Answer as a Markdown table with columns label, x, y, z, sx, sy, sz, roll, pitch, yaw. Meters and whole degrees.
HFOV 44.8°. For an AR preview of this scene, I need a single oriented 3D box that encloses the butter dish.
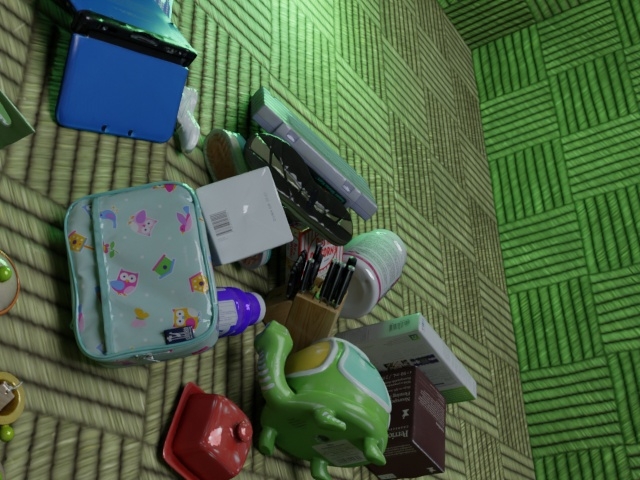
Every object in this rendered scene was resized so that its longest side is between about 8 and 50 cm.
| label | x | y | z | sx | sy | sz | roll | pitch | yaw |
| --- | --- | --- | --- | --- | --- | --- | --- | --- | --- |
| butter dish | -0.169 | 0.333 | 1.322 | 0.160 | 0.118 | 0.160 | 52 | 33 | -32 |

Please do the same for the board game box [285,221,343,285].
| label | x | y | z | sx | sy | sz | roll | pitch | yaw |
| --- | --- | --- | --- | --- | --- | --- | --- | --- | --- |
| board game box | -0.013 | 0.037 | 1.713 | 0.147 | 0.045 | 0.193 | -25 | 128 | -41 |

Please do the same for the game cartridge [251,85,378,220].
| label | x | y | z | sx | sy | sz | roll | pitch | yaw |
| --- | --- | --- | --- | --- | --- | --- | --- | --- | --- |
| game cartridge | -0.019 | -0.201 | 1.797 | 0.355 | 0.068 | 0.230 | 41 | 17 | -18 |

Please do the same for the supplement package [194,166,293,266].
| label | x | y | z | sx | sy | sz | roll | pitch | yaw |
| --- | --- | --- | --- | --- | --- | --- | --- | --- | --- |
| supplement package | -0.159 | -0.033 | 1.403 | 0.244 | 0.134 | 0.139 | 164 | -93 | -73 |

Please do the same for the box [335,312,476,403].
| label | x | y | z | sx | sy | sz | roll | pitch | yaw |
| --- | --- | --- | --- | --- | --- | --- | --- | --- | --- |
| box | 0.212 | 0.309 | 1.900 | 0.322 | 0.232 | 0.058 | 51 | 35 | -35 |

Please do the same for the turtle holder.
| label | x | y | z | sx | sy | sz | roll | pitch | yaw |
| --- | --- | --- | --- | --- | --- | --- | --- | --- | --- |
| turtle holder | -0.011 | 0.308 | 1.527 | 0.320 | 0.243 | 0.227 | 22 | 48 | -9 |

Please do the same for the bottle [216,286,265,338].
| label | x | y | z | sx | sy | sz | roll | pitch | yaw |
| --- | --- | --- | --- | --- | --- | --- | --- | --- | --- |
| bottle | -0.202 | 0.132 | 1.383 | 0.283 | 0.118 | 0.092 | 1 | 73 | -62 |

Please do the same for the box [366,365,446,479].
| label | x | y | z | sx | sy | sz | roll | pitch | yaw |
| --- | --- | --- | --- | --- | --- | --- | --- | --- | --- |
| box | 0.190 | 0.437 | 1.851 | 0.167 | 0.168 | 0.203 | 49 | 35 | -36 |

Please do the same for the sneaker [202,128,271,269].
| label | x | y | z | sx | sy | sz | roll | pitch | yaw |
| --- | --- | --- | --- | --- | --- | --- | --- | --- | --- |
| sneaker | -0.147 | -0.089 | 1.621 | 0.121 | 0.108 | 0.302 | -2 | 74 | -57 |

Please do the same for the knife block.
| label | x | y | z | sx | sy | sz | roll | pitch | yaw |
| --- | --- | --- | --- | --- | --- | --- | --- | --- | --- |
| knife block | 0.009 | 0.146 | 1.618 | 0.275 | 0.242 | 0.088 | 61 | 30 | -19 |

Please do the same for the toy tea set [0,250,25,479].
| label | x | y | z | sx | sy | sz | roll | pitch | yaw |
| --- | --- | --- | --- | --- | --- | --- | --- | --- | --- |
| toy tea set | -0.432 | 0.152 | 0.947 | 0.200 | 0.124 | 0.336 | -20 | 91 | -62 |

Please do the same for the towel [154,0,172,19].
| label | x | y | z | sx | sy | sz | roll | pitch | yaw |
| --- | --- | --- | --- | --- | --- | --- | --- | --- | --- |
| towel | -0.400 | -0.548 | 1.511 | 0.336 | 0.040 | 0.243 | 37 | 44 | -47 |

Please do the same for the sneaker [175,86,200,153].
| label | x | y | z | sx | sy | sz | roll | pitch | yaw |
| --- | --- | --- | --- | --- | --- | --- | --- | --- | --- |
| sneaker | -0.279 | -0.242 | 1.547 | 0.061 | 0.054 | 0.152 | 12 | 60 | -42 |

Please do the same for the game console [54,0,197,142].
| label | x | y | z | sx | sy | sz | roll | pitch | yaw |
| --- | --- | --- | --- | --- | --- | --- | --- | --- | --- |
| game console | -0.382 | -0.335 | 1.401 | 0.250 | 0.173 | 0.293 | 52 | 22 | 19 |

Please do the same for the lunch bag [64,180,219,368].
| label | x | y | z | sx | sy | sz | roll | pitch | yaw |
| --- | --- | --- | --- | --- | --- | --- | --- | --- | --- |
| lunch bag | -0.277 | 0.057 | 1.195 | 0.108 | 0.224 | 0.279 | 108 | -28 | -71 |

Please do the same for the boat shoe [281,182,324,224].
| label | x | y | z | sx | sy | sz | roll | pitch | yaw |
| --- | --- | --- | --- | --- | --- | --- | --- | --- | --- |
| boat shoe | -0.037 | -0.093 | 1.809 | 0.121 | 0.119 | 0.335 | 60 | 30 | -21 |

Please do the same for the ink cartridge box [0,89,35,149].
| label | x | y | z | sx | sy | sz | roll | pitch | yaw |
| --- | --- | --- | --- | --- | --- | --- | --- | --- | --- |
| ink cartridge box | -0.456 | -0.161 | 0.997 | 0.109 | 0.209 | 0.062 | 58 | 32 | -26 |

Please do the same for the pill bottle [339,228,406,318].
| label | x | y | z | sx | sy | sz | roll | pitch | yaw |
| --- | --- | --- | --- | --- | --- | --- | --- | --- | --- |
| pill bottle | 0.111 | 0.073 | 1.932 | 0.283 | 0.160 | 0.160 | -37 | 106 | -60 |

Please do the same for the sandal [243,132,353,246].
| label | x | y | z | sx | sy | sz | roll | pitch | yaw |
| --- | --- | --- | --- | --- | --- | --- | --- | --- | --- |
| sandal | -0.055 | -0.089 | 1.596 | 0.303 | 0.086 | 0.120 | 47 | 47 | -21 |
